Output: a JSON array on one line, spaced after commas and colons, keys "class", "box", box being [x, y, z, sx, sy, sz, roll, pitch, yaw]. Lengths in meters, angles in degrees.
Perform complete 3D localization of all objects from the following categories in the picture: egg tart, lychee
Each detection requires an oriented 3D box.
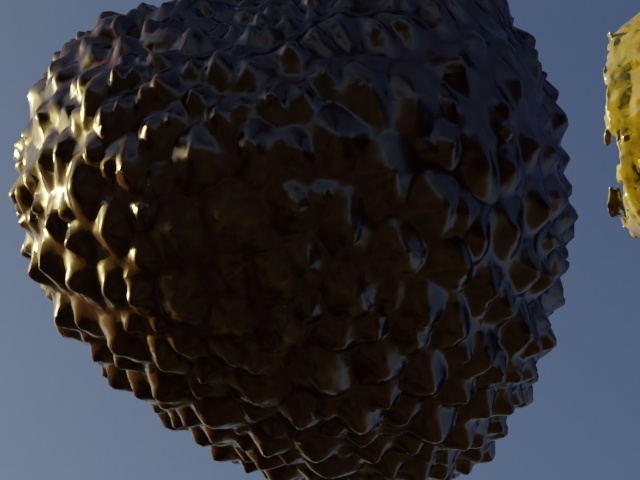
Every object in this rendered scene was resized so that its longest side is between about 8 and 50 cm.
[{"class": "egg tart", "box": [0.307, -0.102, 1.502, 0.120, 0.315, 0.315, -3, -45, 13]}, {"class": "lychee", "box": [0.000, 0.000, 0.798, 0.271, 0.271, 0.271, 14, -41, 12]}]
